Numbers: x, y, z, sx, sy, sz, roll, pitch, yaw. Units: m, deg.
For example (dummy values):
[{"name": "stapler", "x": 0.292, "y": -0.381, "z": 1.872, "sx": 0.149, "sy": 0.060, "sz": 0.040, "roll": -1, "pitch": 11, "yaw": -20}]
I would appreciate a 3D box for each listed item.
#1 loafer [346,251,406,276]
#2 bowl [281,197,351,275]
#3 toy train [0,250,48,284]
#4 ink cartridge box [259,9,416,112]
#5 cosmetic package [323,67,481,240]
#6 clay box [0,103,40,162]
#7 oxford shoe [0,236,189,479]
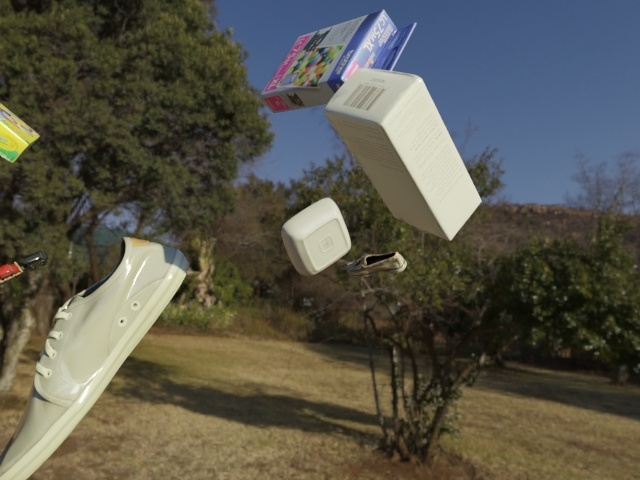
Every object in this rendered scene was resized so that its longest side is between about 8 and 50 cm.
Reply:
[{"name": "loafer", "x": 0.102, "y": 0.041, "z": 1.107, "sx": 0.125, "sy": 0.045, "sz": 0.039, "roll": -7, "pitch": -48, "yaw": 32}, {"name": "bowl", "x": 0.000, "y": 0.000, "z": 1.206, "sx": 0.142, "sy": 0.142, "sz": 0.053, "roll": -33, "pitch": 35, "yaw": -17}, {"name": "toy train", "x": -0.571, "y": 0.060, "z": 1.049, "sx": 0.158, "sy": 0.027, "sz": 0.036, "roll": -33, "pitch": -9, "yaw": -38}, {"name": "ink cartridge box", "x": 0.026, "y": -0.353, "z": 1.148, "sx": 0.311, "sy": 0.186, "sz": 0.065, "roll": 8, "pitch": -29, "yaw": 47}, {"name": "cosmetic package", "x": 0.115, "y": -0.111, "z": 0.770, "sx": 0.117, "sy": 0.085, "sz": 0.231, "roll": 29, "pitch": -15, "yaw": 47}, {"name": "clay box", "x": -0.633, "y": -0.223, "z": 1.137, "sx": 0.127, "sy": 0.053, "sz": 0.222, "roll": 44, "pitch": -4, "yaw": -25}, {"name": "oxford shoe", "x": -0.387, "y": 0.178, "z": 0.924, "sx": 0.130, "sy": 0.450, "sz": 0.169, "roll": 38, "pitch": -17, "yaw": -20}]
